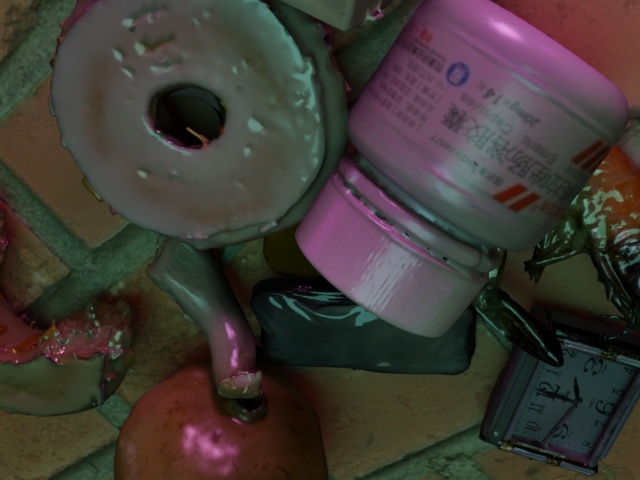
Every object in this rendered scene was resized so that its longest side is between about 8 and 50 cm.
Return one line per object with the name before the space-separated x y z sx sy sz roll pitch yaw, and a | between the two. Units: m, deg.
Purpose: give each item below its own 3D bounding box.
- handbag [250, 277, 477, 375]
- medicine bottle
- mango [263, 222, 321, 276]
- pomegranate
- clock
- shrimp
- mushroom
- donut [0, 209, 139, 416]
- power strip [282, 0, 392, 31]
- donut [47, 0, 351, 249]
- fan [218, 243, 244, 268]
handbag | 0.056 0.127 1.149 0.333 0.074 0.191 0 139 8
medicine bottle | 0.142 -0.081 0.883 0.256 0.256 0.324 33 104 -7
mango | 0.000 -0.003 1.098 0.178 0.090 0.115 -2 129 23
pomegranate | -0.144 0.342 1.200 0.333 0.332 0.332 6 121 9
clock | 0.350 0.215 1.148 0.187 0.083 0.253 17 121 3
shrimp | 0.334 0.066 1.010 0.272 0.085 0.445 -35 92 17
mushroom | -0.158 0.098 1.137 0.099 0.096 0.278 -36 76 20
donut | -0.468 0.121 1.235 0.371 0.150 0.307 38 121 -10
power strip | -0.089 -0.325 0.861 0.367 0.106 0.043 30 134 16
donut | -0.143 -0.172 0.995 0.383 0.142 0.382 5 121 9
fan | -0.130 0.012 1.175 0.038 0.016 0.193 36 120 0
